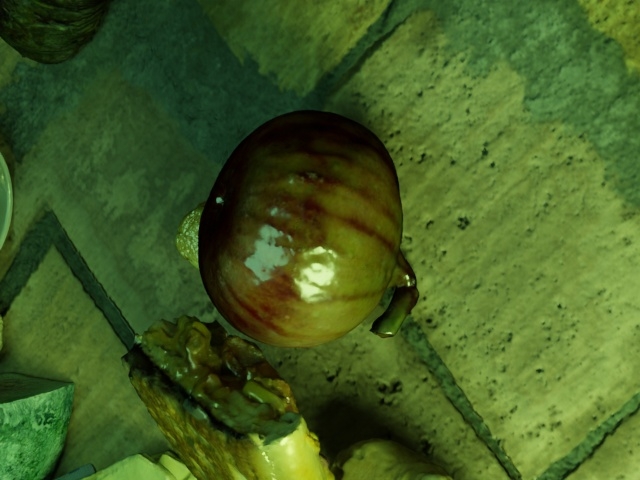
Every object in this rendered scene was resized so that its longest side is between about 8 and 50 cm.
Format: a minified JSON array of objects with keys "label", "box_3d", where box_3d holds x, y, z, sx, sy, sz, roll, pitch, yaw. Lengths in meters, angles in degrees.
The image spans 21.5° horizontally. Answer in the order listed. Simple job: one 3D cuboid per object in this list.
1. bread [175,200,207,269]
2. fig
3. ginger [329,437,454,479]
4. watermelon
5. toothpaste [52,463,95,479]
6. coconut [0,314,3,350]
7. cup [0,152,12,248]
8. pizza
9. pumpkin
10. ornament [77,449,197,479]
[{"label":"bread","box_3d":[-0.118,-0.003,1.835,0.081,0.046,0.083,1,96,34]},{"label":"fig","box_3d":[-0.016,-0.009,1.658,0.235,0.214,0.235,173,90,-68]},{"label":"ginger","box_3d":[0.134,0.330,1.624,0.354,0.126,0.190,51,144,17]},{"label":"watermelon","box_3d":[-0.484,0.257,2.092,0.387,0.228,0.258,-47,58,29]},{"label":"toothpaste","box_3d":[-0.272,0.391,2.016,0.089,0.057,0.234,-24,80,2]},{"label":"coconut","box_3d":[-0.458,0.112,2.084,0.110,0.124,0.110,0,90,39]},{"label":"cup","box_3d":[-0.563,-0.062,2.092,0.317,0.212,0.212,12,105,40]},{"label":"pizza","box_3d":[-0.082,0.197,1.677,0.277,0.114,0.409,53,163,11]},{"label":"pumpkin","box_3d":[-0.316,-0.274,1.918,0.278,0.111,0.163,9,108,38]},{"label":"ornament","box_3d":[-0.230,0.328,1.951,0.180,0.059,0.201,27,104,31]}]
